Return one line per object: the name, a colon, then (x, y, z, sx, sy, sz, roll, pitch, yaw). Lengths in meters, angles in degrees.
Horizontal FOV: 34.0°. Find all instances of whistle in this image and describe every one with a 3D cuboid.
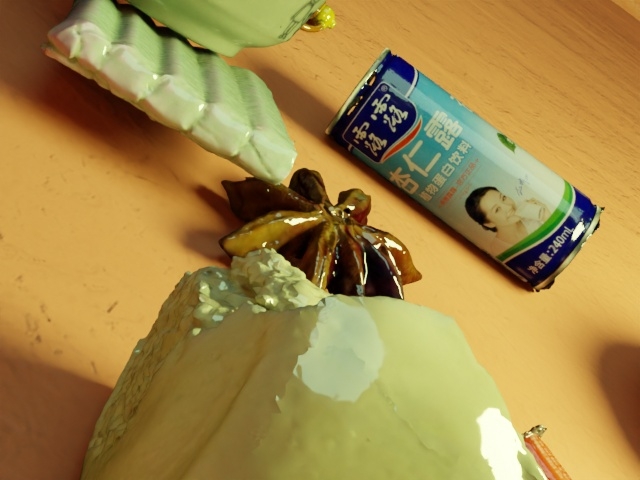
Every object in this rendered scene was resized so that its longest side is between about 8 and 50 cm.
whistle: (-0.028, -0.263, 1.110, 0.109, 0.046, 0.057, 43, 12, -1)

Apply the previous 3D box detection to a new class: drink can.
drink can: (0.124, -0.061, 0.911, 0.235, 0.097, 0.097, 37, 27, 0)

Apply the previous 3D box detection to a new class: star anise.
star anise: (0.000, 0.000, 0.707, 0.168, 0.057, 0.168, 30, 27, -17)

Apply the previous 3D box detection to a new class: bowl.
bowl: (-0.088, -0.215, 0.801, 0.211, 0.112, 0.211, 29, 11, -6)

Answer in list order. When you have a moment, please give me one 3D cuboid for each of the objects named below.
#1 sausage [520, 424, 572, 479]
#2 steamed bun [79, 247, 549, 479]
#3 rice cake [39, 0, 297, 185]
sausage: (0.155, 0.180, 0.618, 0.145, 0.050, 0.048, 55, -9, 33)
steamed bun: (0.026, 0.107, 0.447, 0.225, 0.170, 0.200, 32, 22, -13)
rice cake: (-0.105, -0.118, 0.745, 0.189, 0.037, 0.198, 30, 15, -11)
